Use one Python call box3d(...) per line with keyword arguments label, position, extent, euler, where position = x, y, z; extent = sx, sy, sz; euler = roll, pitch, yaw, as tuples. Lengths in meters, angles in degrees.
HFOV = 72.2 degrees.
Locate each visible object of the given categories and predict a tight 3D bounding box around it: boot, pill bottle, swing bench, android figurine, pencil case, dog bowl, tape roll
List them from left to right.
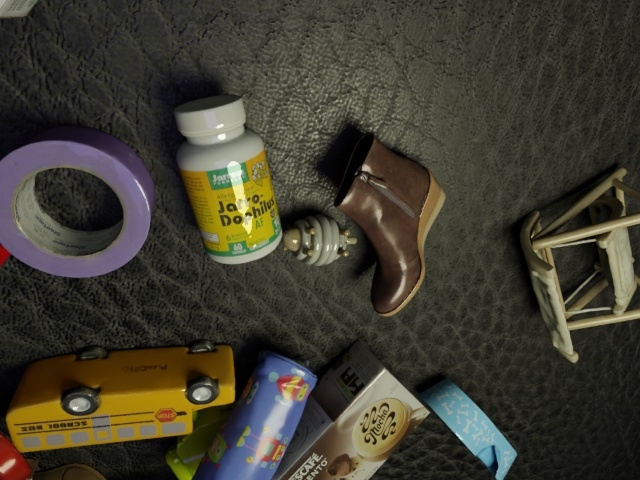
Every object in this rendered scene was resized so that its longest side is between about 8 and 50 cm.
box3d(label="boot", position=(-0.513, 0.497, 0.832), extent=(0.197, 0.073, 0.152), euler=(26, 107, -13))
box3d(label="tape roll", position=(-0.323, -0.051, 0.585), extent=(0.188, 0.080, 0.189), euler=(-7, 118, -13))
box3d(label="pill bottle", position=(-0.126, -0.083, 0.599), extent=(0.117, 0.118, 0.209), euler=(-14, 120, -8))
box3d(label="android figurine", position=(-0.183, 0.414, 0.884), extent=(0.248, 0.056, 0.273), euler=(-20, 121, -4))
box3d(label="pencil case", position=(-0.119, 0.334, 0.761), extent=(0.119, 0.133, 0.306), euler=(37, 73, -35))
box3d(label="boot", position=(0.087, -0.016, 0.682), extent=(0.206, 0.090, 0.249), euler=(23, 89, -40))
box3d(label="dog bowl", position=(0.332, 0.413, 0.971), extent=(0.074, 0.166, 0.297), euler=(-43, 120, -5))
box3d(label="swing bench", position=(0.510, 0.049, 0.822), extent=(0.254, 0.165, 0.253), euler=(-27, 122, 6))

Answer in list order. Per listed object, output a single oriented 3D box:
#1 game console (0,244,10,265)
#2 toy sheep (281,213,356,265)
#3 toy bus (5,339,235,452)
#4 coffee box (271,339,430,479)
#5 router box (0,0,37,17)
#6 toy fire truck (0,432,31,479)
box3d(label="game console", position=(-0.531, 0.018, 0.603), extent=(0.144, 0.085, 0.124), euler=(-43, 151, 10))
box3d(label="toy sheep", position=(0.000, 0.000, 0.696), extent=(0.132, 0.091, 0.091), euler=(7, 115, -26))
box3d(label="toy bus", position=(-0.314, 0.257, 0.733), extent=(0.332, 0.108, 0.130), euler=(0, 118, -15))
box3d(label="coffee box", position=(0.039, 0.366, 0.844), extent=(0.297, 0.119, 0.168), euler=(-44, 116, -5))
box3d(label="router box", position=(-0.314, -0.436, 0.371), extent=(0.335, 0.082, 0.301), euler=(-43, 118, 11))
box3d(label="toy fire truck", position=(-0.517, 0.438, 0.661), extent=(0.302, 0.169, 0.254), euler=(-22, 103, 41))
